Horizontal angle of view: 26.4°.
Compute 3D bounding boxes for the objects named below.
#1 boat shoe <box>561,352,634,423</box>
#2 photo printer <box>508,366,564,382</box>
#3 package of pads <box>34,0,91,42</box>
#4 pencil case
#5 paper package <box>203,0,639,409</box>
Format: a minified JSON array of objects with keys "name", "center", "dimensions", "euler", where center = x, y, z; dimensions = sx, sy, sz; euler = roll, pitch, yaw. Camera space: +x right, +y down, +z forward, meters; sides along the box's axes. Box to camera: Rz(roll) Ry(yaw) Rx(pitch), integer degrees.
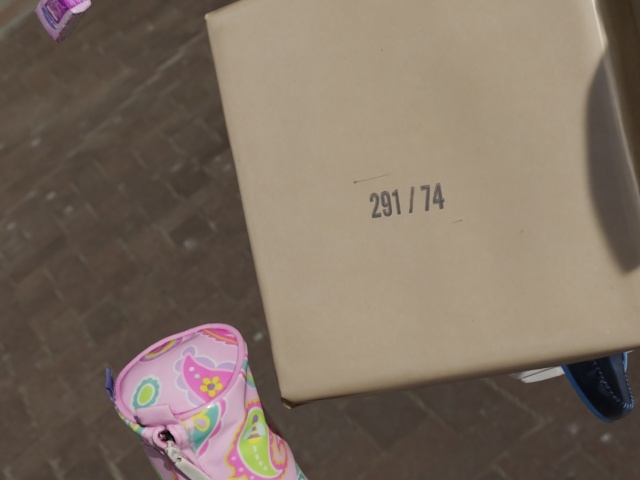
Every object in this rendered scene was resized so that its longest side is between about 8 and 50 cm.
[{"name":"boat shoe","center":[0.290,0.069,1.488],"dimensions":[0.089,0.109,0.258],"euler":[-31,62,24]},{"name":"photo printer","center":[0.402,0.057,1.929],"dimensions":[0.256,0.107,0.307],"euler":[-25,14,43]},{"name":"package of pads","center":[-0.306,-0.274,1.613],"dimensions":[0.032,0.050,0.083],"euler":[-37,1,-33]},{"name":"pencil case","center":[-0.072,0.205,1.123],"dimensions":[0.124,0.284,0.124],"euler":[-15,32,10]},{"name":"paper package","center":[0.104,-0.060,0.958],"dimensions":[0.324,0.310,0.168],"euler":[-14,-3,40]}]
